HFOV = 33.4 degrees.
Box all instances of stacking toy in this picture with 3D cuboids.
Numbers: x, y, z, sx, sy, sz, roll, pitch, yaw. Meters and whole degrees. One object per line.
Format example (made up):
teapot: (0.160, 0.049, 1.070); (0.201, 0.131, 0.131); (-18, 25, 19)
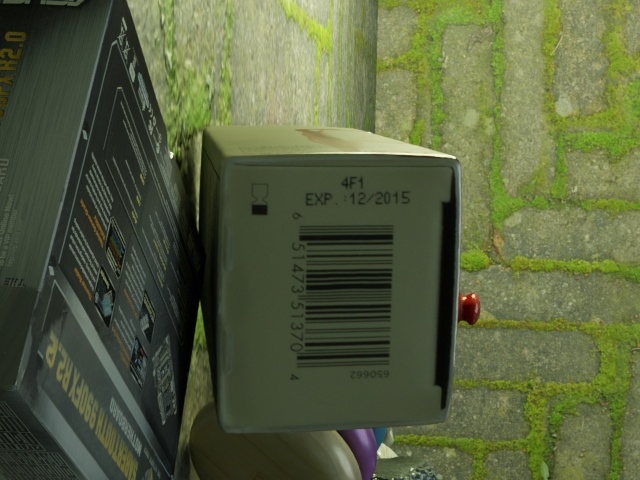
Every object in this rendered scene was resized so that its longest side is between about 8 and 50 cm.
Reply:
stacking toy: (0.029, 0.090, 0.901); (0.330, 0.141, 0.141); (-51, 147, -46)

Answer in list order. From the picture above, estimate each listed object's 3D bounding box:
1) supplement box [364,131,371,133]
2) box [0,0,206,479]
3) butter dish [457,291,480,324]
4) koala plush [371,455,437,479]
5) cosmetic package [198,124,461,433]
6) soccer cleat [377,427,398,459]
supplement box: (0.000, 0.000, 1.165); (0.114, 0.111, 0.219); (70, 23, -74)
box: (-0.106, 0.027, 0.477); (0.231, 0.056, 0.183); (82, 12, -59)
butter dish: (0.112, 0.071, 1.145); (0.159, 0.118, 0.160); (83, 11, -55)
koala plush: (-0.003, 0.317, 0.976); (0.203, 0.196, 0.221); (3, 89, -72)
cosmetic package: (-0.010, 0.006, 0.689); (0.296, 0.129, 0.153); (-130, -140, -77)
soccer cleat: (0.030, 0.312, 1.368); (0.331, 0.143, 0.116); (-74, 164, -64)
